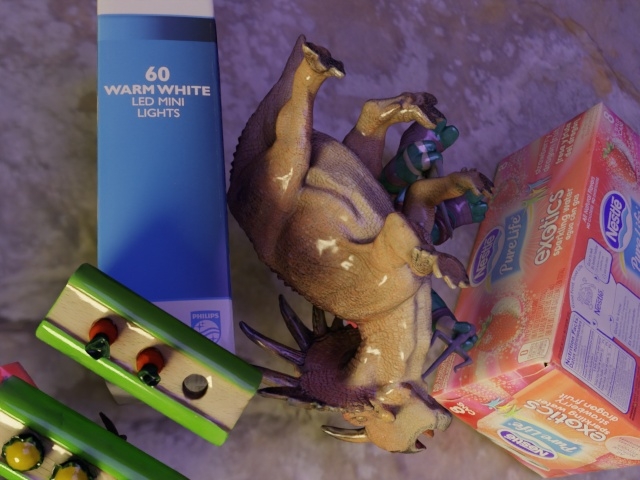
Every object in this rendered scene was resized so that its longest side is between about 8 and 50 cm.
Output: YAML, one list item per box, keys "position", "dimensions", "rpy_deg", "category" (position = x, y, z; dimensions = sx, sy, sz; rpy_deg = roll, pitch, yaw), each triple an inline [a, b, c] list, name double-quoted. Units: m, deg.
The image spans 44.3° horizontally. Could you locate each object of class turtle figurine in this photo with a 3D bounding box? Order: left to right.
- position: [0.073, -0.004, 0.643]
  dimensions: [0.234, 0.118, 0.175]
  rpy_deg: [-57, 141, -50]
  category: "turtle figurine"

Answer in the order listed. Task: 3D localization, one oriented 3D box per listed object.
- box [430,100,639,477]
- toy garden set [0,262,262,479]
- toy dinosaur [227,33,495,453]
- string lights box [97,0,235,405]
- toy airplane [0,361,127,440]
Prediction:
- position: [0.232, 0.042, 0.722]
  dimensions: [0.154, 0.142, 0.300]
  rpy_deg: [36, 53, -18]
  category: "box"
- position: [-0.178, 0.117, 0.374]
  dimensions: [0.203, 0.049, 0.244]
  rpy_deg: [33, 89, -7]
  category: "toy garden set"
- position: [0.000, 0.000, 0.526]
  dimensions: [0.127, 0.200, 0.296]
  rpy_deg: [-7, 61, -51]
  category: "toy dinosaur"
- position: [-0.102, -0.034, 0.515]
  dimensions: [0.076, 0.133, 0.260]
  rpy_deg: [-2, 69, -11]
  category: "string lights box"
- position: [-0.176, 0.154, 0.456]
  dimensions: [0.151, 0.028, 0.151]
  rpy_deg: [15, 61, -29]
  category: "toy airplane"
